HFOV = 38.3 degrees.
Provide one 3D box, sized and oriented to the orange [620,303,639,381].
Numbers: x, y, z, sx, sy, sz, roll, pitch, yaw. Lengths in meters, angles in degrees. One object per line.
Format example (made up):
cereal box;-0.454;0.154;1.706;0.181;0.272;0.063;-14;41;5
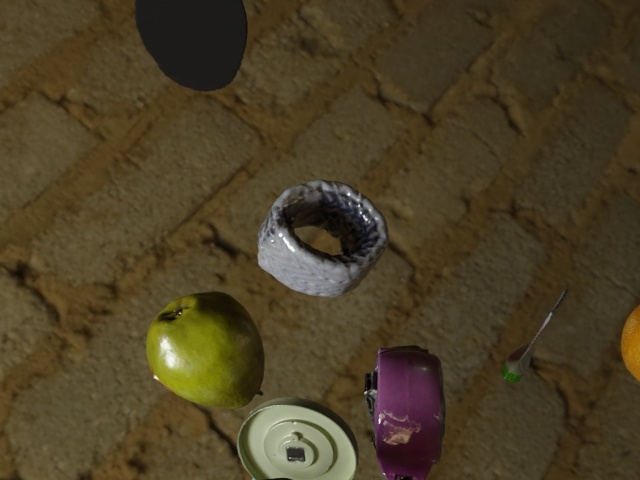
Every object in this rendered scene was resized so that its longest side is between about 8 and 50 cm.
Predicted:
orange;0.648;0.180;1.657;0.206;0.206;0.206;-50;-4;-4

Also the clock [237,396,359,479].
clock;-0.044;0.401;1.749;0.235;0.235;0.029;-52;5;28

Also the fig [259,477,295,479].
fig;-0.065;0.427;1.406;0.274;0.146;0.170;101;170;-53

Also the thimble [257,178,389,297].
thimble;0.000;0.000;1.865;0.157;0.246;0.217;123;152;-55

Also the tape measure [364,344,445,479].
tape measure;0.155;0.324;1.714;0.231;0.149;0.245;-74;-15;-70

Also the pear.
pear;-0.267;0.287;2.321;0.287;0.375;0.287;-30;32;21

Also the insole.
insole;-0.136;-0.258;0.885;0.348;0.119;0.009;82;-167;-59

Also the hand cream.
hand cream;0.444;0.203;1.910;0.275;0.050;0.079;108;174;-49

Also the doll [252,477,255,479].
doll;-0.081;0.503;1.900;0.159;0.059;0.159;-5;-10;-38
